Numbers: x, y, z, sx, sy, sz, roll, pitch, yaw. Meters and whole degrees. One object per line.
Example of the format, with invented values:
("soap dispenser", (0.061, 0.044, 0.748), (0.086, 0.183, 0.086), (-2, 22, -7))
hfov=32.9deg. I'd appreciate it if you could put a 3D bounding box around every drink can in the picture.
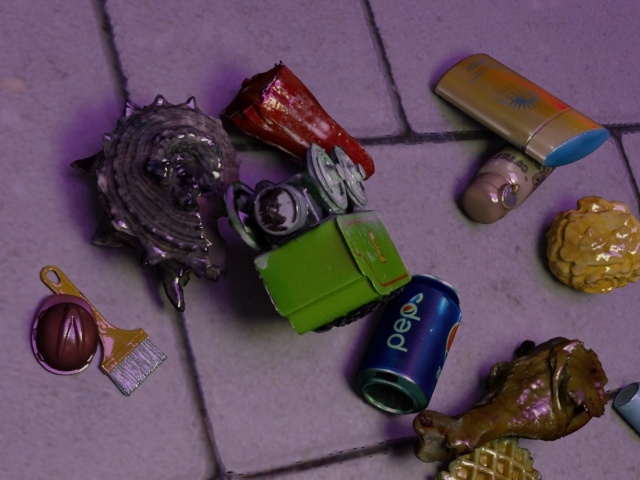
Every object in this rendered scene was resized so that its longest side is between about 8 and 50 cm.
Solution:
("drink can", (0.137, 0.155, 1.638), (0.118, 0.118, 0.204), (34, 57, -14))

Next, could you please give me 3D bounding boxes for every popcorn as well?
("popcorn", (0.479, 0.008, 1.876), (0.180, 0.180, 0.170), (56, 19, 2))

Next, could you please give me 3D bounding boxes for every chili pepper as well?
("chili pepper", (-0.028, -0.164, 1.680), (0.253, 0.144, 0.136), (36, 36, -26))

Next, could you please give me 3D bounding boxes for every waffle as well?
("waffle", (0.268, 0.402, 1.644), (0.214, 0.054, 0.207), (-17, 81, -38))

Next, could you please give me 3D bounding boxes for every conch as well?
("conch", (-0.204, -0.062, 1.519), (0.241, 0.186, 0.313), (15, 48, -43))

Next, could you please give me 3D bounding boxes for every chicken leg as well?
("chicken leg", (0.313, 0.251, 1.624), (0.361, 0.212, 0.140), (-28, 103, -49))

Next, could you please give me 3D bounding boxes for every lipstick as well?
("lipstick", (0.620, 0.355, 1.865), (0.274, 0.061, 0.068), (43, 52, -7))

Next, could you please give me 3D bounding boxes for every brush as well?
("brush", (-0.303, 0.111, 1.467), (0.205, 0.011, 0.083), (47, 55, -3))

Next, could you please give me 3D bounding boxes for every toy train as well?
("toy train", (0.000, 0.000, 1.529), (0.248, 0.174, 0.307), (64, 15, 4))

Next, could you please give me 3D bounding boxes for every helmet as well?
("helmet", (-0.330, 0.116, 1.413), (0.089, 0.057, 0.111), (1, 72, -19))

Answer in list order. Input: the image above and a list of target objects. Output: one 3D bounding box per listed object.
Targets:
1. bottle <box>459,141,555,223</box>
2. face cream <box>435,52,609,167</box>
("bottle", (0.329, -0.108, 1.868), (0.209, 0.110, 0.097), (-43, 114, -36))
("face cream", (0.345, -0.223, 1.871), (0.139, 0.067, 0.285), (-33, 56, -28))
